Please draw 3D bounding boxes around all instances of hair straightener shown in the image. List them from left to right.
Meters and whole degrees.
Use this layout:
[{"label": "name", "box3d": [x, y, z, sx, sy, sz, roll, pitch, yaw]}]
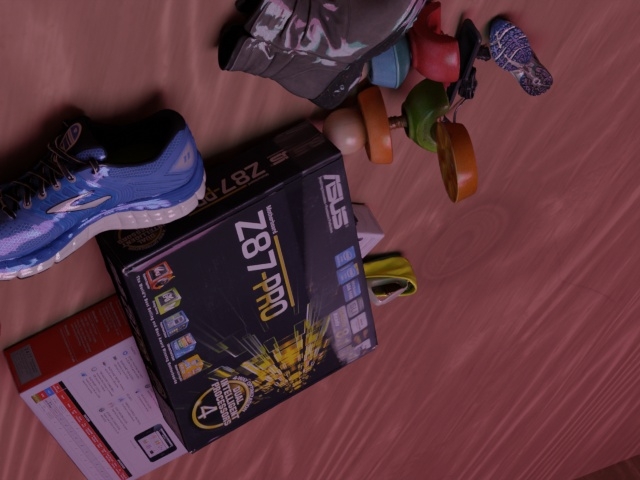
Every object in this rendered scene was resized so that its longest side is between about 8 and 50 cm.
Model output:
[{"label": "hair straightener", "box3d": [0.192, -0.216, 1.810, 0.089, 0.047, 0.230, -24, 153, -10]}]

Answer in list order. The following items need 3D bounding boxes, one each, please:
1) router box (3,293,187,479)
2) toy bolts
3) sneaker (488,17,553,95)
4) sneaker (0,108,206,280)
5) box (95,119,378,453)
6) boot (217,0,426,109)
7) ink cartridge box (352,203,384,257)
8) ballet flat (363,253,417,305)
[{"label": "router box", "box3d": [-0.255, 0.207, 2.003, 0.301, 0.082, 0.335, -27, 143, -6]}, {"label": "toy bolts", "box3d": [0.087, -0.157, 1.670, 0.159, 0.218, 0.228, -11, 132, -5]}, {"label": "sneaker", "box3d": [0.256, -0.249, 1.817, 0.052, 0.058, 0.135, -32, 131, 11]}, {"label": "sneaker", "box3d": [-0.291, -0.069, 1.535, 0.330, 0.129, 0.147, -23, 139, -20]}, {"label": "box", "box3d": [-0.098, 0.071, 1.822, 0.318, 0.097, 0.394, -29, 138, -18]}, {"label": "boot", "box3d": [0.005, -0.255, 1.504, 0.161, 0.083, 0.246, 20, 124, -34]}, {"label": "ink cartridge box", "box3d": [0.000, 0.000, 1.982, 0.150, 0.063, 0.109, 3, 139, -48]}, {"label": "ballet flat", "box3d": [0.059, 0.072, 2.153, 0.231, 0.077, 0.077, -8, 147, -36]}]
